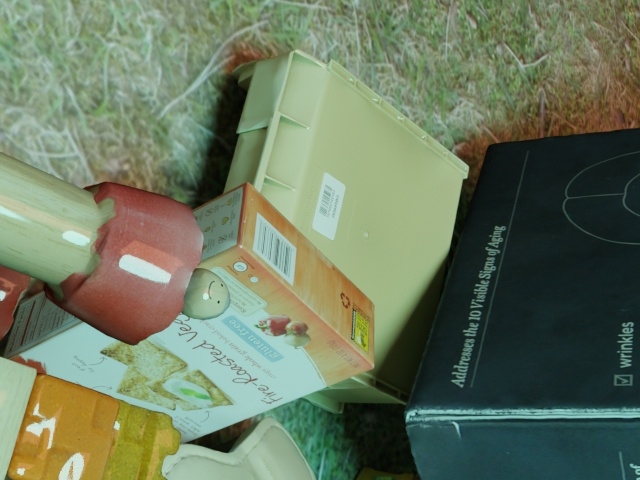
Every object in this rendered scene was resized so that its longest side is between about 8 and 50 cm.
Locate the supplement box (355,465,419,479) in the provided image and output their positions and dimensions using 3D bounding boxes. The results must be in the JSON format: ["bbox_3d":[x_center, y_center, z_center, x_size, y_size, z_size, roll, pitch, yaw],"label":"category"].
[{"bbox_3d":[0.110,0.338,1.067,0.080,0.078,0.233,-52,121,-33],"label":"supplement box"}]

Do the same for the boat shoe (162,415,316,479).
[{"bbox_3d":[-0.088,0.209,0.757,0.116,0.097,0.324,58,11,6],"label":"boat shoe"}]

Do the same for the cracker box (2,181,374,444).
[{"bbox_3d":[-0.097,0.070,0.759,0.156,0.232,0.067,44,34,-34],"label":"cracker box"}]

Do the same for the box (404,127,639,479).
[{"bbox_3d":[0.375,0.112,0.969,0.480,0.472,0.297,-62,144,-53],"label":"box"}]

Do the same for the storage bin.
[{"bbox_3d":[0.000,0.000,0.954,0.260,0.123,0.262,31,64,-40],"label":"storage bin"}]

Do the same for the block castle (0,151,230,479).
[{"bbox_3d":[-0.228,0.180,0.564,0.213,0.303,0.453,27,67,-36],"label":"block castle"}]
